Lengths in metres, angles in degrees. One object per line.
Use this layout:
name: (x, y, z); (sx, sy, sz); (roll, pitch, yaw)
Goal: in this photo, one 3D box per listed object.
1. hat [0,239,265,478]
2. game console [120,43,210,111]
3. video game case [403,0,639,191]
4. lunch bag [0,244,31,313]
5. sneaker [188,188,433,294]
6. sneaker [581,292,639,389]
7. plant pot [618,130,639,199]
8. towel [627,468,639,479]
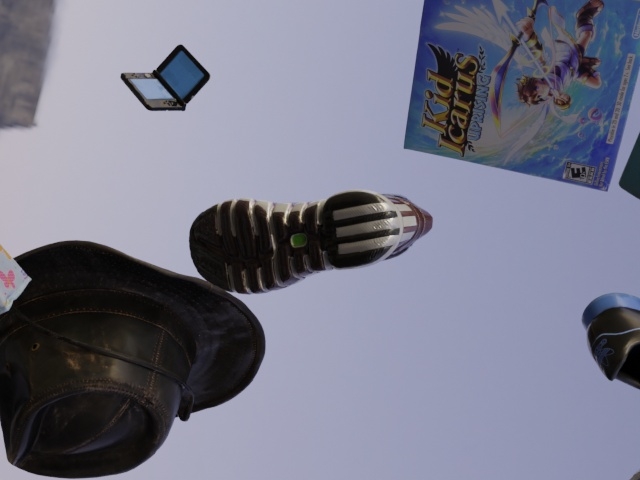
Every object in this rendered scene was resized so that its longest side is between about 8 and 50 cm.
hat: (-0.217, 0.141, 1.070); (0.331, 0.331, 0.134); (-47, -148, 48)
game console: (-0.265, -0.278, 1.976); (0.122, 0.107, 0.071); (48, -49, 40)
video game case: (0.230, -0.204, 1.297); (0.061, 0.244, 0.269); (-58, 158, -55)
lunch bag: (-0.253, 0.026, 0.790); (0.083, 0.071, 0.053); (-29, -160, 22)
sneaker: (0.000, 0.000, 1.299); (0.281, 0.162, 0.106); (-3, -89, 36)
sneaker: (0.357, 0.115, 1.078); (0.090, 0.232, 0.081); (-90, -168, -55)
plant pot: (0.484, -0.145, 1.355); (0.165, 0.166, 0.234); (38, -36, 30)
towel: (0.421, 0.257, 1.371); (0.034, 0.285, 0.209); (51, -41, 18)
